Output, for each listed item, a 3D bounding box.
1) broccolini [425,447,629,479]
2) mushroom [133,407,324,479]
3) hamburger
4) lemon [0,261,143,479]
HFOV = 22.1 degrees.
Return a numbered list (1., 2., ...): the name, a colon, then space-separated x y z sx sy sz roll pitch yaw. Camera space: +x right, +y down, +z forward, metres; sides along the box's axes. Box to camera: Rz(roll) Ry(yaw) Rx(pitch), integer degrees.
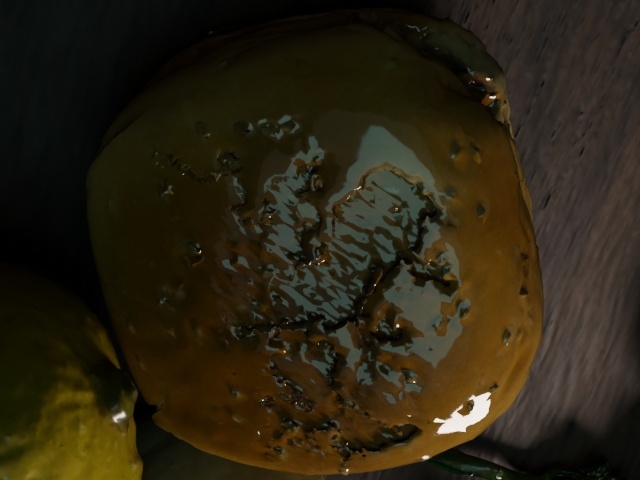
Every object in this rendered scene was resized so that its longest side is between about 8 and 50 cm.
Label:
1. broccolini: 0.135 0.180 1.250 0.254 0.057 0.071 20 70 -20
2. mushroom: -0.103 0.285 1.197 0.217 0.212 0.292 -7 125 -13
3. hamburger: -0.002 0.007 1.078 0.284 0.174 0.304 -11 109 12
4. lemon: -0.257 0.138 1.063 0.284 0.260 0.260 -43 115 9
